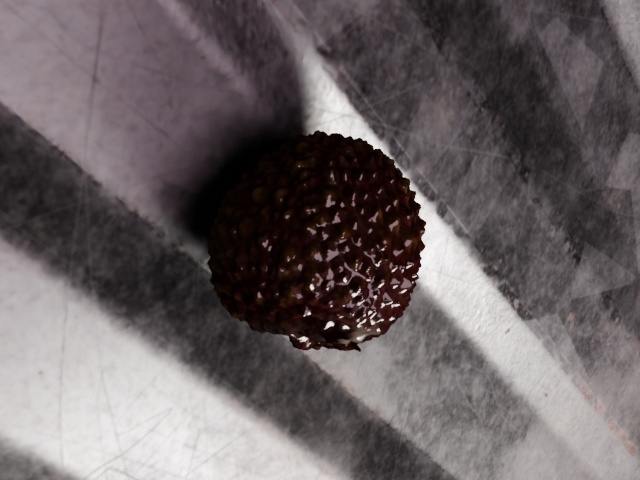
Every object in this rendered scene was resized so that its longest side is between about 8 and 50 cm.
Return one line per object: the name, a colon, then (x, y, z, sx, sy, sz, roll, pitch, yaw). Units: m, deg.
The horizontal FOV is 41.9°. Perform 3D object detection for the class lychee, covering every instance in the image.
lychee: (0.000, 0.000, 0.670, 0.188, 0.188, 0.188, -15, 114, -37)
